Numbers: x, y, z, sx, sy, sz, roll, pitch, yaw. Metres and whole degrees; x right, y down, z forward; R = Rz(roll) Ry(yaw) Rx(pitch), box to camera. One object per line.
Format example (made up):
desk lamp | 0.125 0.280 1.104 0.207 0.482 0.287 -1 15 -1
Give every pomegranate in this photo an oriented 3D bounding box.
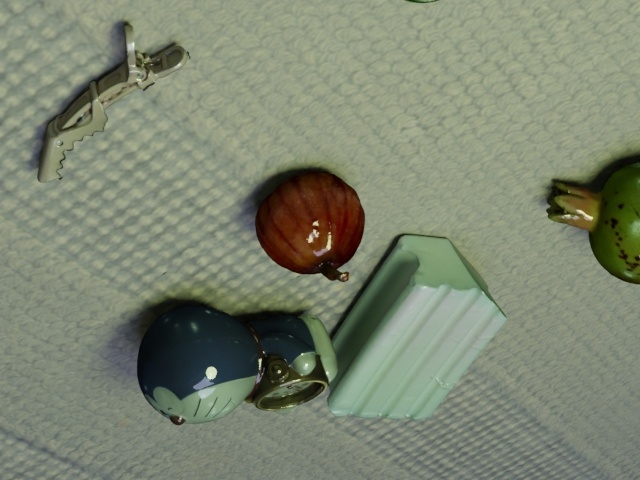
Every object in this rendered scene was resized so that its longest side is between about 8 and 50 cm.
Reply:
pomegranate | 0.387 -0.026 1.631 0.205 0.159 0.159 15 138 1

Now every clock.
clock | -0.116 0.159 1.646 0.243 0.146 0.199 4 154 -34

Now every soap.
soap | 0.125 0.123 1.737 0.173 0.095 0.289 6 136 -27

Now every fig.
fig | 0.003 -0.013 1.498 0.128 0.150 0.128 -46 155 -29

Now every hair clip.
hair clip | -0.234 -0.136 1.319 0.226 0.034 0.072 -37 135 26

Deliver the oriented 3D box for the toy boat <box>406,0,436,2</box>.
toy boat | 0.165 -0.294 1.269 0.210 0.052 0.104 -22 145 4
